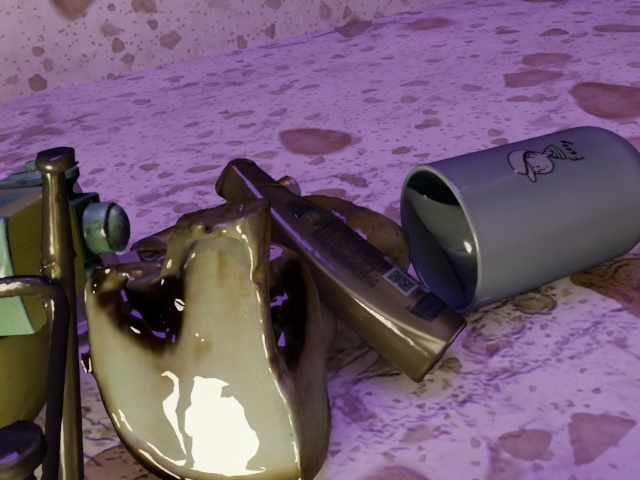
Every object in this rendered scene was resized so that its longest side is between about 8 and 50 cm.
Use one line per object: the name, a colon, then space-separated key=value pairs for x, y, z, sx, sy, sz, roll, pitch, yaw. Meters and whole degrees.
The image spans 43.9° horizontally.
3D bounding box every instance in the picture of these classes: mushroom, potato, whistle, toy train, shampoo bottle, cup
mushroom: x=-0.119 y=0.106 z=0.859 sx=0.217 sy=0.292 sz=0.212 roll=-10 pitch=14 yaw=19
potato: x=0.000 y=0.000 z=1.130 sx=0.271 sy=0.111 sz=0.160 roll=19 pitch=73 yaw=48
whistle: x=-0.173 y=-0.032 z=1.380 sx=0.326 sy=0.057 sz=0.068 roll=-26 pitch=31 yaw=-31
toy train: x=-0.421 y=0.014 z=0.868 sx=0.396 sy=0.160 sz=0.253 roll=-5 pitch=17 yaw=10
shampoo bottle: x=0.016 y=0.025 z=0.978 sx=0.350 sy=0.084 sz=0.125 roll=39 pitch=29 yaw=11
cup: x=0.287 y=-0.040 z=1.095 sx=0.312 sy=0.206 sz=0.205 roll=-17 pitch=27 yaw=-18

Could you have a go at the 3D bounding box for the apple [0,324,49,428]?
apple: x=-0.464 y=0.137 z=0.869 sx=0.360 sy=0.312 sz=0.320 roll=-16 pitch=58 yaw=-46

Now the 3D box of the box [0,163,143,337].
box: x=-0.438 y=0.006 z=1.190 sx=0.291 sy=0.207 sz=0.262 roll=4 pitch=34 yaw=28

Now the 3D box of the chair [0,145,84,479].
chair: x=-0.293 y=0.219 z=0.506 sx=0.361 sy=0.410 sz=0.365 roll=-12 pitch=27 yaw=-10

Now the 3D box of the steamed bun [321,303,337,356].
steamed bun: x=-0.090 y=0.087 z=1.034 sx=0.228 sy=0.131 sz=0.177 roll=18 pitch=37 yaw=38
